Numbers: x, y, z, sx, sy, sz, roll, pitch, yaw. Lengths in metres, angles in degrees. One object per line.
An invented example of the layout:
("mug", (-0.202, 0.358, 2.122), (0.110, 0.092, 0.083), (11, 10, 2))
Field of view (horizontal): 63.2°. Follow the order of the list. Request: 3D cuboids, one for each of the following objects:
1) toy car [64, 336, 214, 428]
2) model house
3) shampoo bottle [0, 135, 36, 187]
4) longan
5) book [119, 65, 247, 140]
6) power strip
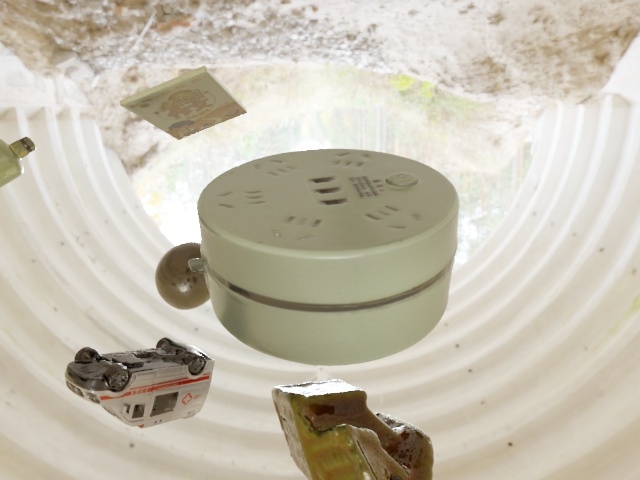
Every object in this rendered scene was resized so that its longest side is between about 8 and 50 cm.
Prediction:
("toy car", (-0.250, 0.204, 0.722), (0.089, 0.108, 0.209), (16, -175, 35))
("model house", (0.041, 0.300, 0.803), (0.173, 0.239, 0.268), (-50, -170, -19))
("shampoo bottle", (-0.575, -0.129, 0.906), (0.162, 0.079, 0.079), (-40, -149, -22))
("longan", (-0.404, 0.111, 1.575), (0.196, 0.196, 0.220), (-3, -134, -6))
("book", (-0.314, -0.321, 1.253), (0.208, 0.020, 0.295), (-19, 174, 8))
("power strip", (0.000, 0.000, 0.700), (0.357, 0.161, 0.357), (-1, -150, 1))
